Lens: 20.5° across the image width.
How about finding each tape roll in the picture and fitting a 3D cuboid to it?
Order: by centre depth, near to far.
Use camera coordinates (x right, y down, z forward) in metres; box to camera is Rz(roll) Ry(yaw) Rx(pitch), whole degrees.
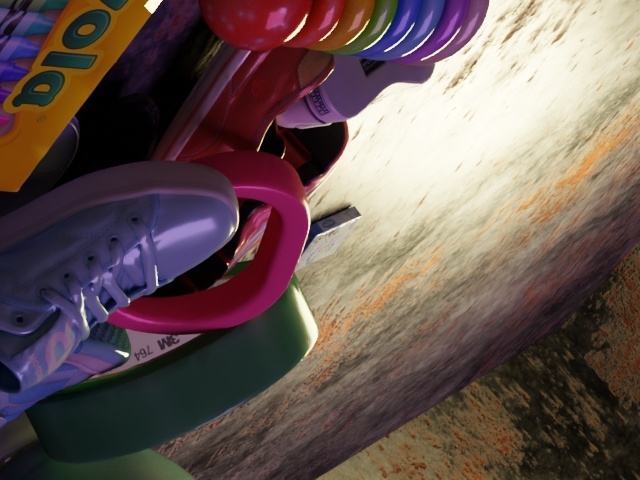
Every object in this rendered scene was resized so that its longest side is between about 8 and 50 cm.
[{"bbox_3d":[-0.163,0.125,1.896,0.321,0.077,0.321,-23,-166,6],"label":"tape roll"}]

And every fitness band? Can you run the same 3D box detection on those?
[{"bbox_3d":[-0.120,0.011,1.645,0.209,0.054,0.291,-5,151,-17],"label":"fitness band"}]

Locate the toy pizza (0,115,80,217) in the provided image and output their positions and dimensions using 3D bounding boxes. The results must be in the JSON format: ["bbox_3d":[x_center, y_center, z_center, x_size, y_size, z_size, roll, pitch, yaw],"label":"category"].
[{"bbox_3d":[-0.289,-0.052,1.459,0.201,0.032,0.201,-32,165,-10],"label":"toy pizza"}]

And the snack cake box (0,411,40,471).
[{"bbox_3d":[-0.402,0.263,2.036,0.152,0.089,0.264,-22,159,-50],"label":"snack cake box"}]

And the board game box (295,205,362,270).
[{"bbox_3d":[0.000,0.000,2.305,0.090,0.020,0.090,-23,159,-42],"label":"board game box"}]

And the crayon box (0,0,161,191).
[{"bbox_3d":[-0.215,-0.185,0.960,0.313,0.106,0.363,4,137,-48],"label":"crayon box"}]

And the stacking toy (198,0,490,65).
[{"bbox_3d":[0.013,-0.211,1.468,0.141,0.141,0.330,-45,163,27],"label":"stacking toy"}]

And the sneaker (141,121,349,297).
[{"bbox_3d":[-0.091,-0.020,1.852,0.314,0.116,0.136,-37,167,-2],"label":"sneaker"}]

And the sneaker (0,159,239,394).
[{"bbox_3d":[-0.224,0.058,1.450,0.366,0.150,0.135,-21,142,-8],"label":"sneaker"}]

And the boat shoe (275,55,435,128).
[{"bbox_3d":[0.029,-0.172,1.744,0.084,0.095,0.258,-15,-173,33],"label":"boat shoe"}]

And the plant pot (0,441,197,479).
[{"bbox_3d":[-0.267,0.328,1.983,0.293,0.196,0.293,-36,165,-11],"label":"plant pot"}]

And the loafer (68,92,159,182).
[{"bbox_3d":[-0.180,-0.083,1.591,0.061,0.062,0.170,-54,-177,-40],"label":"loafer"}]

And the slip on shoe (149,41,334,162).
[{"bbox_3d":[-0.089,-0.086,1.634,0.331,0.101,0.123,-53,-174,43],"label":"slip on shoe"}]

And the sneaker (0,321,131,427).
[{"bbox_3d":[-0.331,0.107,1.677,0.208,0.127,0.319,-31,156,11],"label":"sneaker"}]
